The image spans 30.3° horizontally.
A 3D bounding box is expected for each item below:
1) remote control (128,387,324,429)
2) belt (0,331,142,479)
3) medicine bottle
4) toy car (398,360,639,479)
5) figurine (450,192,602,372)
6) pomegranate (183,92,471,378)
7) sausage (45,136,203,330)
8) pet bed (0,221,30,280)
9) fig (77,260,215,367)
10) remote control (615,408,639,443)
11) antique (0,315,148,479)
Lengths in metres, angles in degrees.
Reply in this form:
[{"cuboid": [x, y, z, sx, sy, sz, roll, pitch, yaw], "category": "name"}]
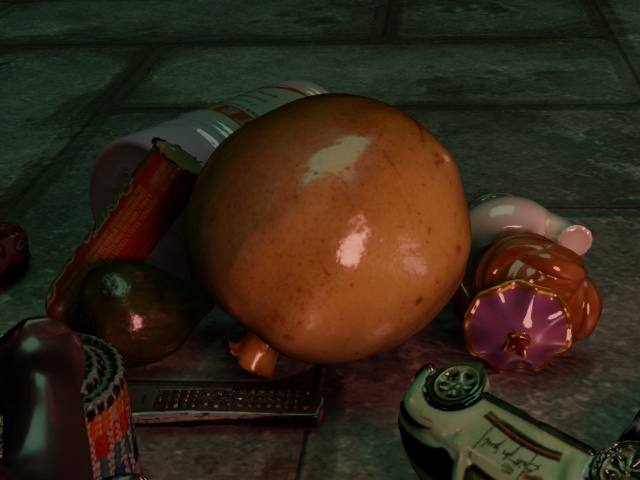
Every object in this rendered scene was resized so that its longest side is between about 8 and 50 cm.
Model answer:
[{"cuboid": [-0.102, 0.167, 1.170, 0.212, 0.028, 0.059, 0, 20, 4], "category": "remote control"}, {"cuboid": [-0.300, 0.173, 1.002, 0.295, 0.160, 0.207, -15, 26, -29], "category": "belt"}, {"cuboid": [-0.114, -0.078, 1.523, 0.202, 0.202, 0.316, 16, 30, 37], "category": "medicine bottle"}, {"cuboid": [0.161, 0.207, 0.926, 0.125, 0.136, 0.306, -40, 38, -23], "category": "toy car"}, {"cuboid": [0.215, 0.043, 1.297, 0.189, 0.142, 0.263, -33, 22, 11], "category": "figurine"}, {"cuboid": [0.000, 0.000, 1.237, 0.319, 0.319, 0.319, -2, 23, 1], "category": "pomegranate"}, {"cuboid": [-0.229, 0.008, 1.328, 0.083, 0.264, 0.083, 37, 10, -8], "category": "sausage"}, {"cuboid": [-0.474, 0.025, 1.505, 0.201, 0.053, 0.201, -7, 23, 3], "category": "pet bed"}, {"cuboid": [-0.180, 0.079, 1.294, 0.117, 0.117, 0.177, 19, 16, 41], "category": "fig"}, {"cuboid": [0.355, 0.155, 1.101, 0.090, 0.066, 0.266, 20, 32, 34], "category": "remote control"}, {"cuboid": [-0.173, 0.212, 0.696, 0.185, 0.322, 0.255, -21, 25, -1], "category": "antique"}]
